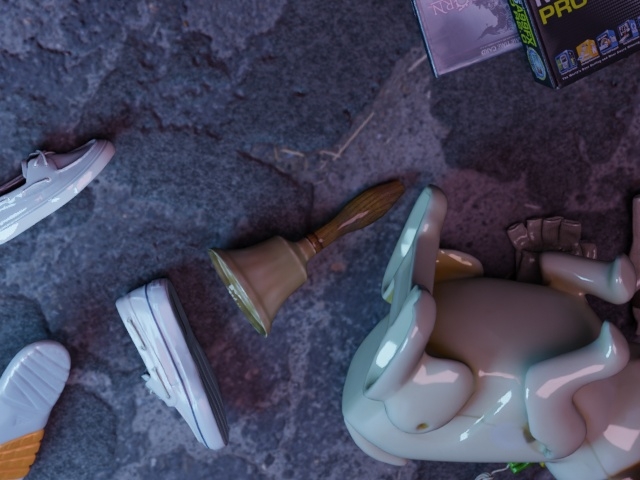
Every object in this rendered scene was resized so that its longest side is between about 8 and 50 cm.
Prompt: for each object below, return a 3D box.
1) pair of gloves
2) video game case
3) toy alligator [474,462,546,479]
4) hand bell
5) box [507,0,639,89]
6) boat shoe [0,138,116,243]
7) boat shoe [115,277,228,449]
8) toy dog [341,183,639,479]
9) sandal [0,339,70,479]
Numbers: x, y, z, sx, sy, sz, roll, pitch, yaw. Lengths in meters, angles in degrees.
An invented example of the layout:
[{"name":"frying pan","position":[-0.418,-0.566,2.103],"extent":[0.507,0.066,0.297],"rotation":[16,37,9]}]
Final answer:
[{"name":"pair of gloves","position":[0.363,0.043,1.890],"extent":[0.240,0.042,0.204],"rotation":[-15,115,0]},{"name":"video game case","position":[0.186,-0.349,1.734],"extent":[0.196,0.026,0.274],"rotation":[-20,110,-3]},{"name":"toy alligator","position":[0.282,0.274,1.951],"extent":[0.189,0.056,0.051],"rotation":[-37,151,3]},{"name":"hand bell","position":[0.000,0.000,1.790],"extent":[0.242,0.126,0.126],"rotation":[-32,111,-11]},{"name":"box","position":[0.343,-0.328,1.732],"extent":[0.270,0.060,0.216],"rotation":[-26,112,-10]},{"name":"boat shoe","position":[-0.323,-0.070,1.720],"extent":[0.184,0.066,0.063],"rotation":[-33,112,12]},{"name":"boat shoe","position":[-0.181,0.156,1.818],"extent":[0.075,0.083,0.226],"rotation":[-18,100,9]},{"name":"toy dog","position":[0.250,0.188,1.773],"extent":[0.407,0.285,0.395],"rotation":[20,119,-5]},{"name":"sandal","position":[-0.378,0.206,1.790],"extent":[0.102,0.076,0.265],"rotation":[15,119,-37]}]
